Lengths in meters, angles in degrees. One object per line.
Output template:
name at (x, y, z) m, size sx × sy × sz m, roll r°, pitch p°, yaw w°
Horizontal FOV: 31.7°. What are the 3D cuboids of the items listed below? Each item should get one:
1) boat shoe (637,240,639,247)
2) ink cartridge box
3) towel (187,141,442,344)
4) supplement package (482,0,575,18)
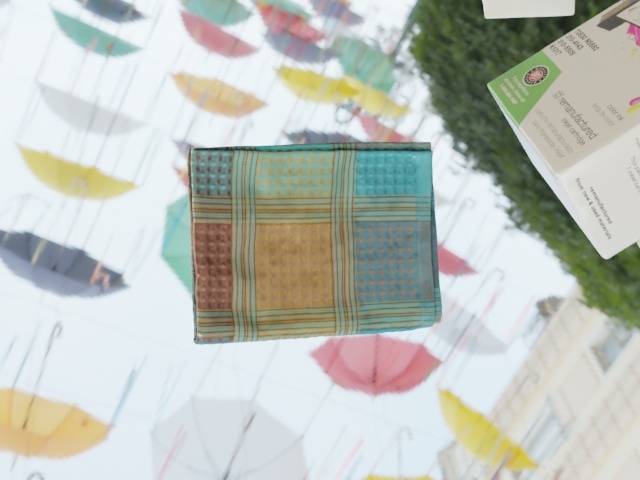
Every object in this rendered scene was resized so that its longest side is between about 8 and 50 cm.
boat shoe at (0.440, -0.037, 1.476) m, size 0.098 × 0.096 × 0.277 m, roll 4°, pitch -104°, yaw -38°
ink cartridge box at (0.322, -0.140, 1.034) m, size 0.117 × 0.278 × 0.201 m, roll 53°, pitch -170°, yaw -31°
towel at (0.000, 0.000, 1.555) m, size 0.370 × 0.272 × 0.040 m, roll -3°, pitch -179°, yaw -24°
supplement package at (0.318, -0.431, 1.751) m, size 0.133 × 0.139 × 0.244 m, roll -1°, pitch -161°, yaw 7°
